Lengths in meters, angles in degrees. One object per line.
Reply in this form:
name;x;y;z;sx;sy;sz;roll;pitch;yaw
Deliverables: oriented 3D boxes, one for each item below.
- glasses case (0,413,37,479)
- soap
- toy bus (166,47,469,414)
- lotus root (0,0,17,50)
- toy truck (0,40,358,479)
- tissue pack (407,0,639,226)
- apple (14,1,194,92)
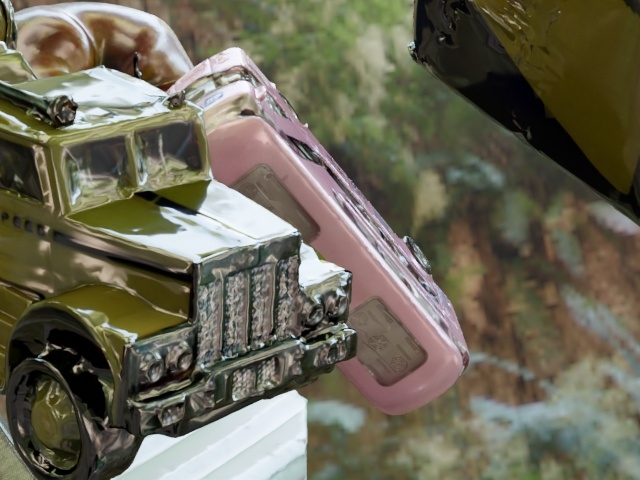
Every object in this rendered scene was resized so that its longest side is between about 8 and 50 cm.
glasses case;-0.216;0.130;1.014;0.071;0.205;0.047;-35;0;-6
soap;-0.159;0.260;1.543;0.261;0.156;0.446;3;13;25
toy bus;0.000;0.000;0.849;0.063;0.090;0.203;-35;-64;12
lotus root;-0.371;-0.188;1.358;0.152;0.160;0.275;16;2;44
toy truck;-0.109;-0.013;0.622;0.127;0.257;0.127;-17;-56;-45
tissue pack;0.234;-0.241;1.086;0.253;0.264;0.416;-36;-26;-27
apple;-0.251;-0.093;1.725;0.288;0.288;0.317;8;-27;-23
